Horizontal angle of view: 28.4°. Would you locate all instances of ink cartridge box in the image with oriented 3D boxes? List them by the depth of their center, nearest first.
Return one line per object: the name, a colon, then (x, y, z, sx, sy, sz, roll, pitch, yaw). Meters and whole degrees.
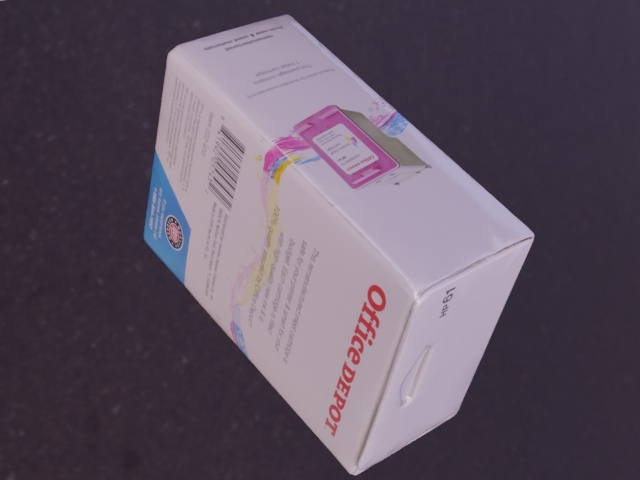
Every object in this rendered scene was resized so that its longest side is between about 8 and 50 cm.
ink cartridge box: (0.000, 0.000, 0.410, 0.052, 0.088, 0.122, -22, 55, -33)
